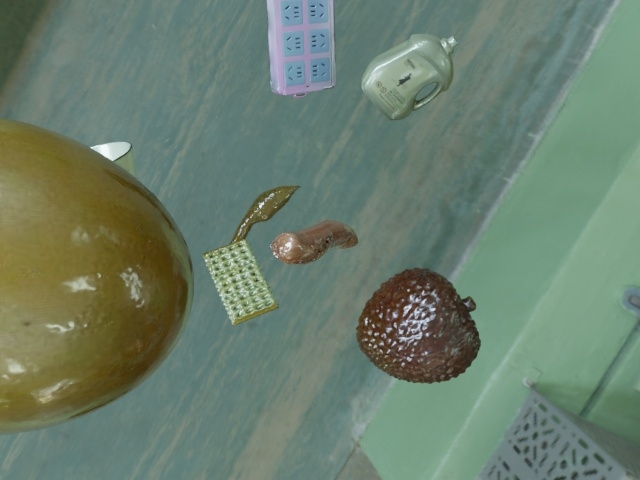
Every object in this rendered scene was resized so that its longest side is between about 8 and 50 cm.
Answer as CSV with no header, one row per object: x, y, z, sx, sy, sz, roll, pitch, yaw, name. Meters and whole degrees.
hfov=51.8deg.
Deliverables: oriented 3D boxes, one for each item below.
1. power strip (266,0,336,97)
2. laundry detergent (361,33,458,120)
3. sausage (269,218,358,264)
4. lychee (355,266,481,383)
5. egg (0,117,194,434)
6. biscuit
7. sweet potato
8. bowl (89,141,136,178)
-0.031,-0.364,1.043,0.109,0.037,0.279,-14,116,-25,power strip
0.240,-0.427,1.669,0.253,0.091,0.181,-32,115,28,laundry detergent
-0.001,0.000,1.331,0.078,0.304,0.078,4,100,26,sausage
0.156,0.133,1.029,0.194,0.194,0.194,-2,101,-9,lychee
-0.293,0.031,0.599,0.351,0.282,0.283,7,99,-12,egg
-0.218,0.107,1.791,0.139,0.016,0.231,-21,64,-14,biscuit
-0.174,-0.084,1.905,0.269,0.075,0.075,-43,104,-1,sweet potato
-0.529,-0.132,1.527,0.237,0.238,0.126,-19,115,-5,bowl
